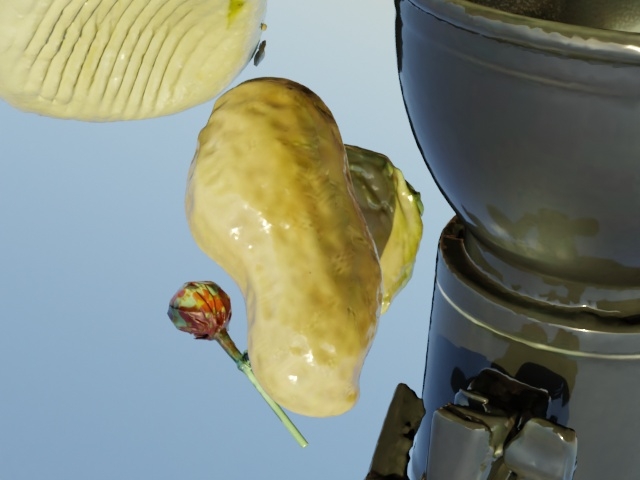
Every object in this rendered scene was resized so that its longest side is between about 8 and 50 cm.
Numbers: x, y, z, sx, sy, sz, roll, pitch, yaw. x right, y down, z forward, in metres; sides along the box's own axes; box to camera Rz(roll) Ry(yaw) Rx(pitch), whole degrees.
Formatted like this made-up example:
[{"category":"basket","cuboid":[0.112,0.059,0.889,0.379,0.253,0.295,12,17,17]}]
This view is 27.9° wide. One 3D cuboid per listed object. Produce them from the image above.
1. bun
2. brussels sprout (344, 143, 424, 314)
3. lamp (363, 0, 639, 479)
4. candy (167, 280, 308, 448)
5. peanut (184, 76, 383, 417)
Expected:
[{"category":"bun","cuboid":[-0.163,-0.200,0.999,0.259,0.259,0.160,11,-135,-44]},{"category":"brussels sprout","cuboid":[-0.001,-0.001,1.046,0.149,0.151,0.122,51,152,-16]},{"category":"lamp","cuboid":[0.080,0.023,0.425,0.147,0.228,0.172,17,-151,26]},{"category":"candy","cuboid":[-0.108,0.169,1.745,0.084,0.078,0.288,-24,-115,-34]},{"category":"peanut","cuboid":[-0.025,0.004,0.863,0.120,0.110,0.237,11,-118,-53]}]
